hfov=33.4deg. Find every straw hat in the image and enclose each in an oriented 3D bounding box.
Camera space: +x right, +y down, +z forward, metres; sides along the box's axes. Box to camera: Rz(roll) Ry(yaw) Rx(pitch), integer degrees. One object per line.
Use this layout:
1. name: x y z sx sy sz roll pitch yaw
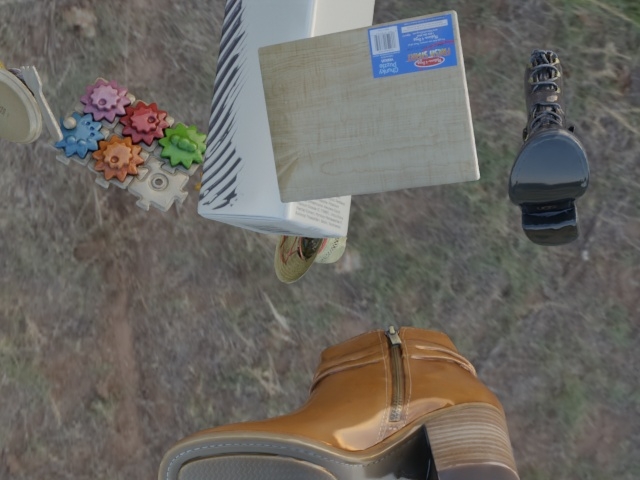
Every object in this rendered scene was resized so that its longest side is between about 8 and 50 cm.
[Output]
1. straw hat: 0.000 0.000 1.400 0.061 0.144 0.144 20 103 -24

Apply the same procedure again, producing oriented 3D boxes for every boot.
1. boot: 0.007 0.103 0.616 0.197 0.152 0.073 4 115 -9
2. boot: 0.273 -0.139 1.309 0.091 0.229 0.263 -2 154 10

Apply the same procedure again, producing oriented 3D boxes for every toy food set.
1. toy food set: -0.430 -0.194 1.471 0.038 0.192 0.132 -50 134 -42

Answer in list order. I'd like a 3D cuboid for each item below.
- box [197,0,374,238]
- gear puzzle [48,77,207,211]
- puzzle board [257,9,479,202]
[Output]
1. box: -0.024 -0.145 0.931 0.113 0.094 0.275 19 77 -59
2. gear puzzle: -0.280 -0.144 1.789 0.339 0.044 0.175 30 66 6
3. puzzle board: 0.027 -0.076 0.629 0.128 0.011 0.096 -6 96 27
